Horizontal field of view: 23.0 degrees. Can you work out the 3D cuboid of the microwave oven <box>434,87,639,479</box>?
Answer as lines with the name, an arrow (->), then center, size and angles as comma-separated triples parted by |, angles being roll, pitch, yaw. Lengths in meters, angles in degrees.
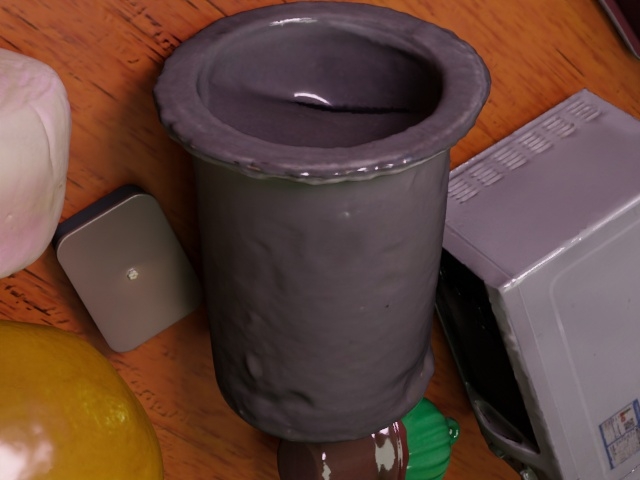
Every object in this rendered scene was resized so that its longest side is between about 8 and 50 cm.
microwave oven -> 0.222, 0.055, 1.377 | 0.237, 0.181, 0.295 | -33, 128, -13

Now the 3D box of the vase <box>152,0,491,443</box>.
vase -> 0.000, 0.000, 1.197 | 0.245, 0.245, 0.291 | -16, 128, -22

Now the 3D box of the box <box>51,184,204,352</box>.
box -> -0.152, 0.021, 1.240 | 0.091, 0.031, 0.126 | -33, 127, -10

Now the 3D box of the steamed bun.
steamed bun -> -0.276, -0.042, 1.056 | 0.239, 0.152, 0.170 | -3, 118, -26

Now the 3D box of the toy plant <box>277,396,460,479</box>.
toy plant -> 0.053, 0.172, 1.405 | 0.200, 0.105, 0.143 | -16, 110, -42

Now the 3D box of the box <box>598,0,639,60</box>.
box -> 0.314, -0.262, 1.263 | 0.193, 0.167, 0.294 | -41, 129, -1

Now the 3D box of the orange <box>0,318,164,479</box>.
orange -> -0.252, 0.185, 1.153 | 0.279, 0.235, 0.279 | -27, 136, -29
